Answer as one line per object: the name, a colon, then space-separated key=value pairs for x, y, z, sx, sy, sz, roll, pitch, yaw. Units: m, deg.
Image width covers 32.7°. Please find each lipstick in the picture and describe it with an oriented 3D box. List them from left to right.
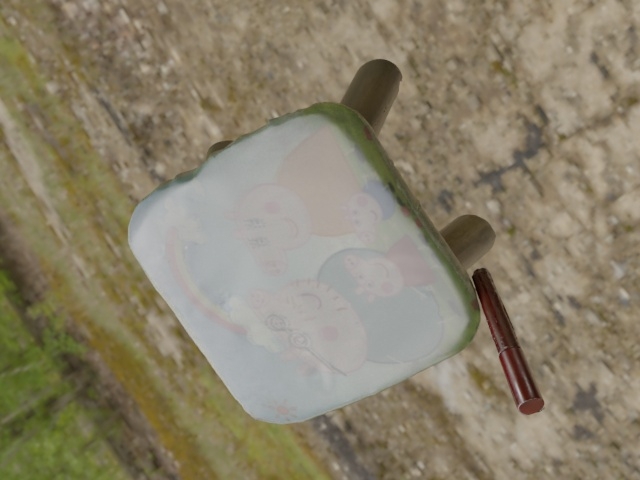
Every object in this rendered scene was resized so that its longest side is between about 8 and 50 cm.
lipstick: x=0.177 y=0.091 z=1.053 sx=0.176 sy=0.027 sz=0.027 roll=-104 pitch=-2 yaw=-45

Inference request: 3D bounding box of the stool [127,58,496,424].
stool: x=0.000 y=0.000 z=1.201 sx=0.310 sy=0.310 sz=0.226 roll=58 pitch=-155 yaw=-13
